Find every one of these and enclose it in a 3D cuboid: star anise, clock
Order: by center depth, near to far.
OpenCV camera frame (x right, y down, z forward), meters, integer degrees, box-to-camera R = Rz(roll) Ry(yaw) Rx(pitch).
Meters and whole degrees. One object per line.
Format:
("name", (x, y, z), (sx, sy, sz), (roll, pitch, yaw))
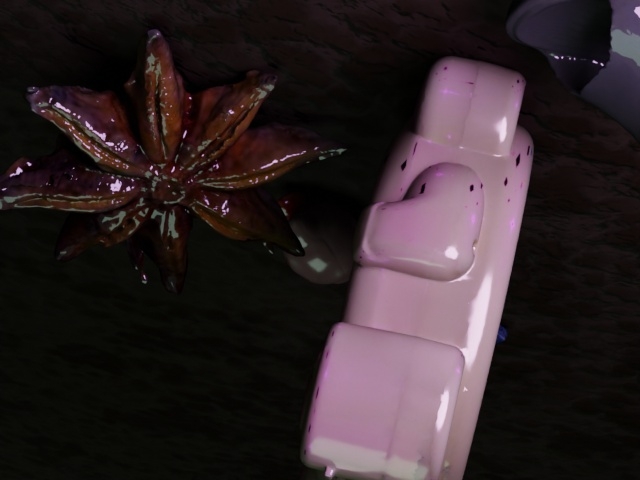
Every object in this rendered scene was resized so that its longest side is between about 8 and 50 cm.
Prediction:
("clock", (0.066, 0.050, 1.316), (0.114, 0.309, 0.284), (13, 158, 5))
("star anise", (-0.115, -0.068, 1.440), (0.272, 0.102, 0.272), (-4, 136, -4))

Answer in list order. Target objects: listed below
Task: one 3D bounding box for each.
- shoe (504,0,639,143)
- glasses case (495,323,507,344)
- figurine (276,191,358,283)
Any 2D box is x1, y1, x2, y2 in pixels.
("shoe", (0.230, -0.096, 1.162), (0.241, 0.093, 0.108), (13, 160, -5))
("glasses case", (0.129, 0.086, 1.757), (0.083, 0.023, 0.033), (-3, 155, 34))
("figurine", (0.000, 0.000, 1.558), (0.067, 0.071, 0.083), (-39, 150, 10))
